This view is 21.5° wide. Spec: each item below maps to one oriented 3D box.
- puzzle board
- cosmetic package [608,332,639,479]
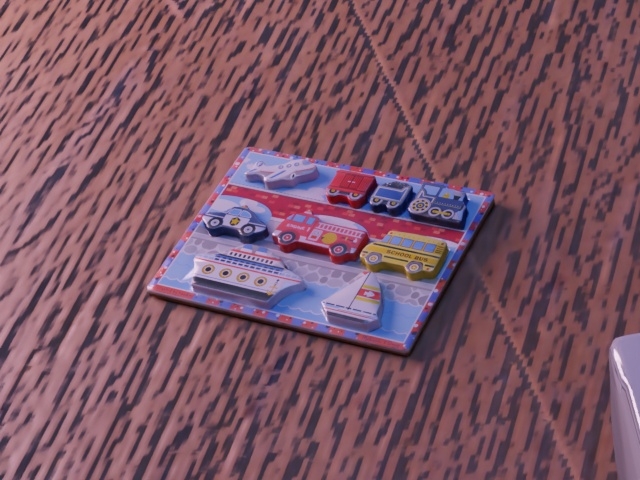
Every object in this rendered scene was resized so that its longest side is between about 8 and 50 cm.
[{"bbox_3d":[0.000,0.000,0.738,0.128,0.011,0.096,12,48,26],"label":"puzzle board"},{"bbox_3d":[0.293,0.126,0.462,0.377,0.097,0.284,-10,41,4],"label":"cosmetic package"}]
